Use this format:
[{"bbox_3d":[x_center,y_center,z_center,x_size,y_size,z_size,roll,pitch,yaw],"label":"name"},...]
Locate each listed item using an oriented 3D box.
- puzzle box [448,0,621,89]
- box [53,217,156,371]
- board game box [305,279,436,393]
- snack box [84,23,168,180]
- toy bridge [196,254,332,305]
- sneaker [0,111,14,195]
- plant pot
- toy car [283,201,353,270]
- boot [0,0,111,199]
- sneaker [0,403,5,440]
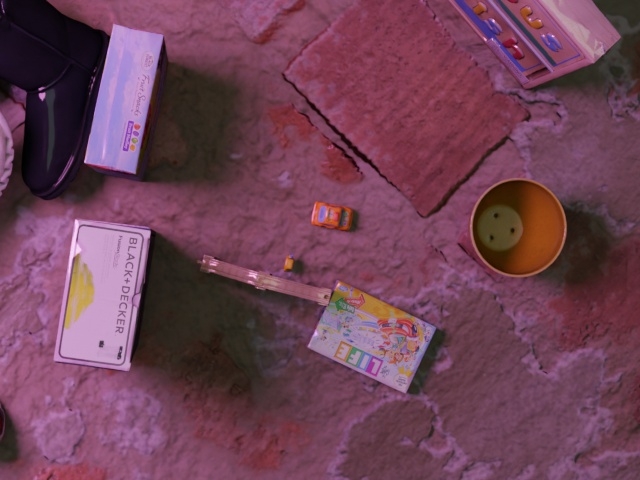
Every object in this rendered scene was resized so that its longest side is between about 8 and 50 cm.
[{"bbox_3d":[0.193,-0.375,1.452,0.052,0.272,0.409,-43,95,-5],"label":"puzzle box"},{"bbox_3d":[-0.261,0.060,1.385,0.087,0.290,0.169,9,90,-8],"label":"box"},{"bbox_3d":[0.071,0.134,1.560,0.154,0.026,0.103,25,87,-7],"label":"board game box"},{"bbox_3d":[-0.243,-0.169,1.427,0.070,0.207,0.174,12,90,-7],"label":"snack box"},{"bbox_3d":[-0.077,0.054,1.510,0.188,0.063,0.026,15,88,1],"label":"toy bridge"},{"bbox_3d":[-0.473,-0.048,1.388,0.110,0.118,0.292,31,113,0],"label":"sneaker"},{"bbox_3d":[0.260,-0.017,1.550,0.134,0.095,0.134,0,90,-8],"label":"plant pot"},{"bbox_3d":[0.000,0.000,1.544,0.060,0.040,0.122,29,86,-7],"label":"toy car"},{"bbox_3d":[-0.382,-0.197,1.416,0.207,0.094,0.246,26,80,-46],"label":"boot"},{"bbox_3d":[-0.520,0.171,1.437,0.279,0.118,0.107,38,85,-6],"label":"sneaker"}]
